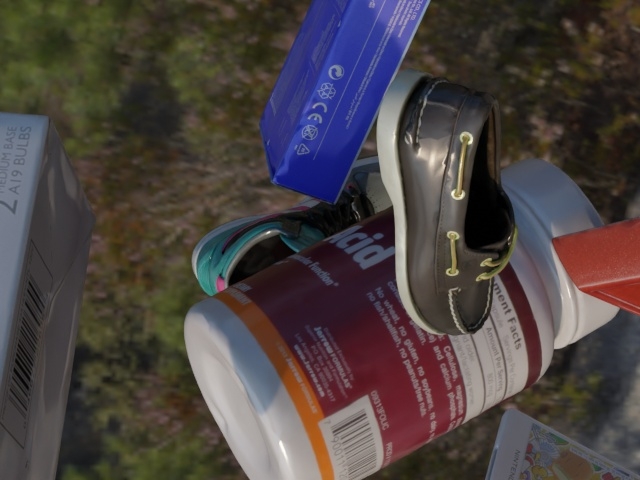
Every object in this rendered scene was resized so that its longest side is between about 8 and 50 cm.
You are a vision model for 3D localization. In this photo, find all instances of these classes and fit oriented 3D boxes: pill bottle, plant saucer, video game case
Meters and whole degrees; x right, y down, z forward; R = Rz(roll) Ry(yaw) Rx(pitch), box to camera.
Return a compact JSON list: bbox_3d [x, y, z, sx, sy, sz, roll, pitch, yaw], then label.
[{"bbox_3d":[0.085,0.081,1.458,0.224,0.392,0.224,53,159,30],"label":"pill bottle"},{"bbox_3d":[0.365,0.050,1.308,0.259,0.258,0.047,-17,52,69],"label":"plant saucer"},{"bbox_3d":[0.282,0.315,1.638,0.026,0.227,0.206,-55,9,47],"label":"video game case"}]

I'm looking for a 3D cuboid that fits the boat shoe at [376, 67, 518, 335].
[{"bbox_3d":[0.092,-0.011,0.979,0.069,0.227,0.081,15,53,27],"label":"boat shoe"}]

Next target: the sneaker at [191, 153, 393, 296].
[{"bbox_3d":[0.000,0.000,1.678,0.295,0.123,0.178,-26,21,-2],"label":"sneaker"}]

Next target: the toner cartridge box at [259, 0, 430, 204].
[{"bbox_3d":[0.042,-0.226,1.487,0.165,0.075,0.348,-102,34,-63],"label":"toner cartridge box"}]

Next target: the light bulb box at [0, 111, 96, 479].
[{"bbox_3d":[-0.384,0.091,1.113,0.361,0.225,0.358,4,69,3],"label":"light bulb box"}]
